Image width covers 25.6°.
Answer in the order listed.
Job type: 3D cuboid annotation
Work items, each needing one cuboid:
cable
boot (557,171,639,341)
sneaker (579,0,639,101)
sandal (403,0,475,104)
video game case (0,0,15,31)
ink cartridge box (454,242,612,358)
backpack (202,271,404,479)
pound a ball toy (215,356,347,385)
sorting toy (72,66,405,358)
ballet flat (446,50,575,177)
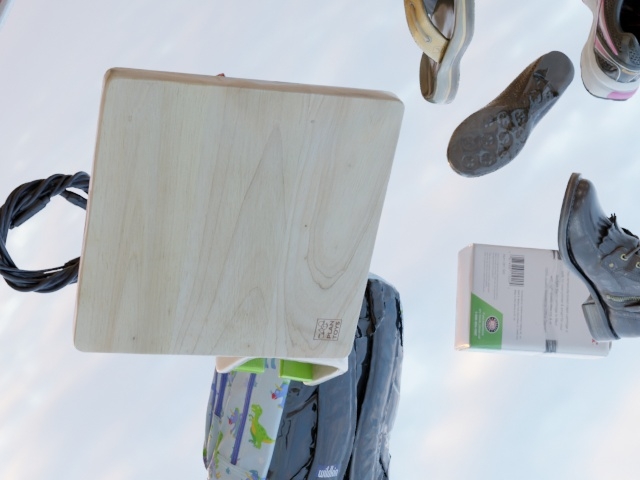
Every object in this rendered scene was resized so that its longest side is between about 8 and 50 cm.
[{"bbox_3d":[-0.348,-0.010,1.827,0.185,0.150,0.047,-13,-161,-24],"label":"cable"},{"bbox_3d":[0.405,0.024,1.609,0.229,0.263,0.091,-3,-140,31],"label":"boot"},{"bbox_3d":[0.263,-0.208,1.184,0.077,0.072,0.178,124,-31,-62],"label":"sneaker"},{"bbox_3d":[0.078,-0.158,0.972,0.180,0.049,0.072,98,-8,-58],"label":"sandal"},{"bbox_3d":[-0.403,-0.259,1.225,0.025,0.285,0.204,138,-25,-79],"label":"video game case"},{"bbox_3d":[0.322,0.095,2.130,0.092,0.219,0.160,140,-45,-77],"label":"ink cartridge box"},{"bbox_3d":[-0.018,0.192,1.902,0.273,0.290,0.355,40,-57,40],"label":"backpack"},{"bbox_3d":[0.000,0.000,1.622,0.136,0.208,0.319,-33,-129,56],"label":"pound a ball toy"},{"bbox_3d":[-0.082,-0.030,1.243,0.089,0.256,0.257,-119,-144,-59],"label":"sorting toy"},{"bbox_3d":[0.250,-0.165,1.878,0.250,0.084,0.058,-46,-173,-26],"label":"ballet flat"}]
